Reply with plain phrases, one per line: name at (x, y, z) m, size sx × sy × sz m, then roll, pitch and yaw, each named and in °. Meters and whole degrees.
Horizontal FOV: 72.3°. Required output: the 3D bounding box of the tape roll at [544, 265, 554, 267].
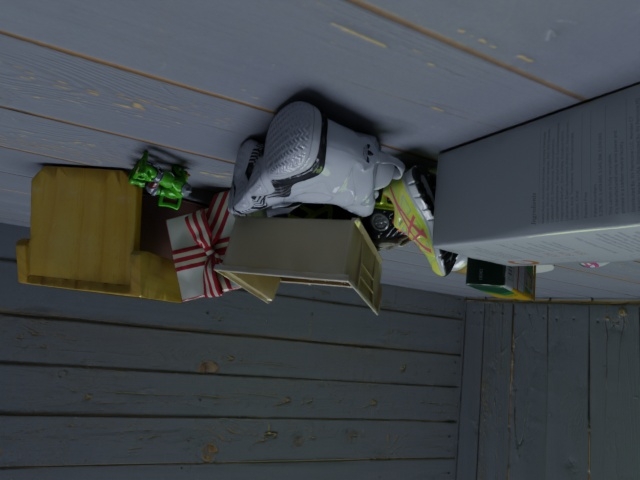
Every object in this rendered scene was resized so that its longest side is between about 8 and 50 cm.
tape roll at (0.558, 0.049, 1.450) m, size 0.392 × 0.072 × 0.392 m, roll 6°, pitch 171°, yaw 1°

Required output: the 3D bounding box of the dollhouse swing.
dollhouse swing at (-0.578, -0.005, 1.203) m, size 0.346 × 0.305 × 0.315 m, roll 4°, pitch 169°, yaw 10°

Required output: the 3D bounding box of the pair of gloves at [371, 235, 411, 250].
pair of gloves at (0.199, -0.026, 0.985) m, size 0.240 × 0.042 × 0.204 m, roll -27°, pitch -170°, yaw -29°

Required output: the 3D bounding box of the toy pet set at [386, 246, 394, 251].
toy pet set at (0.240, -0.019, 1.375) m, size 0.114 × 0.065 × 0.122 m, roll -29°, pitch 172°, yaw -1°

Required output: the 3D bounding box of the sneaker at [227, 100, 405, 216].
sneaker at (-0.026, -0.103, 0.766) m, size 0.210 × 0.137 × 0.366 m, roll 14°, pitch 165°, yaw -25°

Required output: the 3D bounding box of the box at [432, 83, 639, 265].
box at (0.367, -0.065, 0.640) m, size 0.215 × 0.168 × 0.345 m, roll 12°, pitch 168°, yaw -30°

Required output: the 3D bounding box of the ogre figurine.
ogre figurine at (-0.359, -0.130, 0.979) m, size 0.118 × 0.097 × 0.197 m, roll 26°, pitch 150°, yaw -29°

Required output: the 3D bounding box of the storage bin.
storage bin at (-0.024, 0.056, 0.893) m, size 0.262 × 0.123 × 0.260 m, roll 2°, pitch 158°, yaw 21°

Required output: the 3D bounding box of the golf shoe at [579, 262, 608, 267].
golf shoe at (0.762, 0.037, 1.246) m, size 0.186 × 0.068 × 0.086 m, roll 9°, pitch 168°, yaw -14°

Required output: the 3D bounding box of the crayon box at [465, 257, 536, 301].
crayon box at (0.422, 0.024, 1.001) m, size 0.083 × 0.203 × 0.323 m, roll 0°, pitch 168°, yaw 36°

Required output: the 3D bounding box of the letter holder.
letter holder at (-0.464, -0.056, 1.391) m, size 0.301 × 0.214 × 0.152 m, roll 13°, pitch -160°, yaw -35°

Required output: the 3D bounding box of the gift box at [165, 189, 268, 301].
gift box at (-0.247, 0.015, 1.211) m, size 0.276 × 0.255 × 0.258 m, roll -19°, pitch 175°, yaw 9°

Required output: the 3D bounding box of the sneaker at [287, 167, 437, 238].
sneaker at (0.097, -0.081, 0.940) m, size 0.384 × 0.145 × 0.147 m, roll -10°, pitch -163°, yaw 40°

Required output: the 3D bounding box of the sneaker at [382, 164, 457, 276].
sneaker at (0.178, -0.029, 0.787) m, size 0.094 × 0.209 × 0.081 m, roll -13°, pitch -164°, yaw 42°

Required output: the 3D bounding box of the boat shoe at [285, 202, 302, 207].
boat shoe at (-0.062, -0.115, 0.928) m, size 0.227 × 0.069 × 0.081 m, roll -2°, pitch 165°, yaw 40°

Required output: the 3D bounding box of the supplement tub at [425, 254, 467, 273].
supplement tub at (0.387, 0.017, 1.160) m, size 0.199 × 0.144 × 0.144 m, roll 12°, pitch 169°, yaw -29°
